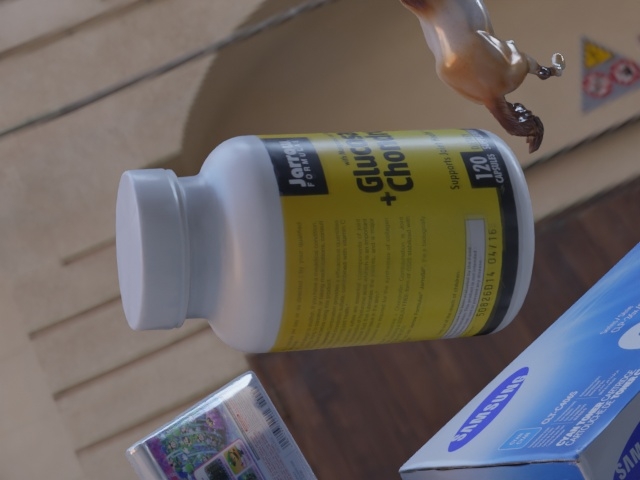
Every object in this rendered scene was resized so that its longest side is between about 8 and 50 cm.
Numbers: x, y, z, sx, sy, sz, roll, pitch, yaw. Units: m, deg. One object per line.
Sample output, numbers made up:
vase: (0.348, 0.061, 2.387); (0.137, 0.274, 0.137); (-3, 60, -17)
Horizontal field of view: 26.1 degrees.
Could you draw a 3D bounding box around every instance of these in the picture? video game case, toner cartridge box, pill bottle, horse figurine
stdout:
video game case: (-0.044, 0.176, 0.898); (0.019, 0.157, 0.143); (-31, -1, 30)
toner cartridge box: (0.225, 0.082, 0.941); (0.348, 0.075, 0.165); (-37, 11, -36)
pill bottle: (0.000, 0.000, 0.658); (0.184, 0.103, 0.103); (-3, -35, -17)
horse figurine: (0.124, -0.190, 1.201); (0.066, 0.263, 0.174); (-31, 3, 36)
